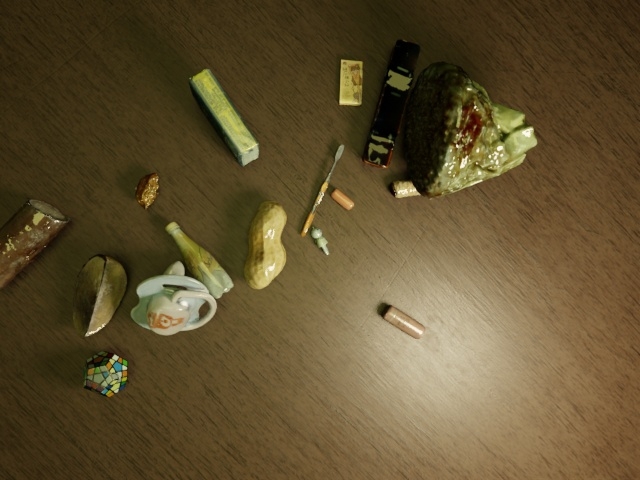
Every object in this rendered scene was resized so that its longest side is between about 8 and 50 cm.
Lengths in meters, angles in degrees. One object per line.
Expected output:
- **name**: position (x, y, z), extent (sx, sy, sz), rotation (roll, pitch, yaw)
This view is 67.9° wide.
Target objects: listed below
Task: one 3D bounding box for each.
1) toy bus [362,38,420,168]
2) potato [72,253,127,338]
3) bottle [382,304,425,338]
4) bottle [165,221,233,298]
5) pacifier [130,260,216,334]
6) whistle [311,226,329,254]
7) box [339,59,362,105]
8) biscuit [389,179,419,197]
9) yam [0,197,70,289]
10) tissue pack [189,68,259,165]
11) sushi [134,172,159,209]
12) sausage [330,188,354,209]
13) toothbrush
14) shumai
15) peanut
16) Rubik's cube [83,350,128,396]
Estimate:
- **toy bus**: position (0.224, -0.428, 1.512), extent (0.093, 0.092, 0.408), rotation (16, 87, -4)
- **potato**: position (-0.655, 0.149, 1.417), extent (0.120, 0.100, 0.261), rotation (28, 102, 32)
- **bottle**: position (0.266, 0.262, 1.522), extent (0.140, 0.053, 0.053), rotation (33, 85, -4)
- **bottle**: position (-0.373, 0.055, 1.439), extent (0.083, 0.083, 0.269), rotation (-40, 90, -6)
- **pacifier**: position (-0.427, 0.156, 1.396), extent (0.228, 0.279, 0.207), rotation (8, 46, -25)
- **whistle**: position (0.000, 0.000, 1.507), extent (0.035, 0.035, 0.100), rotation (-29, 94, -6)
- **box**: position (0.098, -0.511, 1.536), extent (0.073, 0.020, 0.148), rotation (1, 88, -6)
- **biscuit**: position (0.332, -0.174, 1.536), extent (0.219, 0.055, 0.061), rotation (-9, 66, -6)
- **yam**: position (-0.871, 0.006, 1.365), extent (0.131, 0.131, 0.279), rotation (43, 86, -4)
- **tissue pack**: position (-0.281, -0.354, 1.406), extent (0.081, 0.185, 0.257), rotation (-34, 93, -7)
- **sushi**: position (-0.521, -0.150, 1.437), extent (0.060, 0.061, 0.117), rotation (11, 95, 20)
- **sausage**: position (0.070, -0.131, 1.518), extent (0.083, 0.034, 0.034), rotation (39, 85, -6)
- **toothbrush**: position (0.006, -0.160, 1.512), extent (0.023, 0.031, 0.320), rotation (24, 86, -4)
- **shumai**: position (0.447, -0.307, 1.401), extent (0.349, 0.395, 0.394), rotation (5, 88, -8)
- **peanut**: position (-0.161, 0.014, 1.450), extent (0.125, 0.111, 0.274), rotation (8, 88, -11)
- **Rubik's cube**: position (-0.627, 0.390, 1.388), extent (0.112, 0.133, 0.133), rotation (-29, 92, 22)
